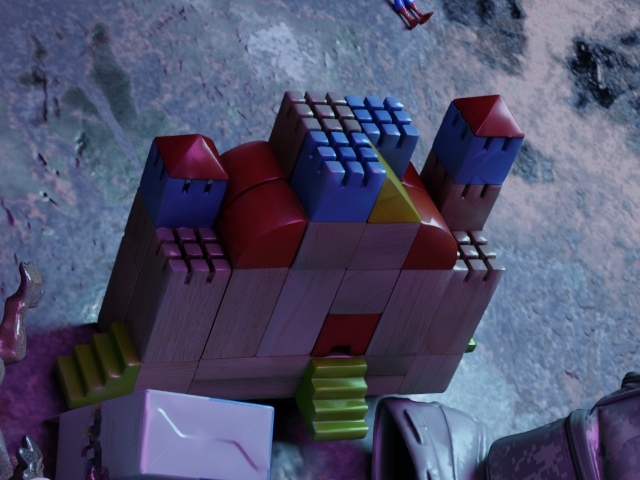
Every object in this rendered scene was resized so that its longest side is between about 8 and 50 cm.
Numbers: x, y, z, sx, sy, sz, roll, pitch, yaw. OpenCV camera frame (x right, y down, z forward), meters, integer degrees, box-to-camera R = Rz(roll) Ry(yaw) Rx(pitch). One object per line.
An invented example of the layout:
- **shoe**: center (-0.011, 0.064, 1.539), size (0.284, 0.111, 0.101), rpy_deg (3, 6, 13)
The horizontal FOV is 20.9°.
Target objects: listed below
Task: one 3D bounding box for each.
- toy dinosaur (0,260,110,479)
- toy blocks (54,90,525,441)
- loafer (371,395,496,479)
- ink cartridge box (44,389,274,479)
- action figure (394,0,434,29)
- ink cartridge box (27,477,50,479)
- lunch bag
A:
- **toy dinosaur**: center (-0.268, 0.140, 1.176), size (0.296, 0.200, 0.127), rpy_deg (68, 17, 2)
- **toy blocks**: center (0.000, 0.000, 1.360), size (0.381, 0.261, 0.191), rpy_deg (0, 42, -26)
- **loafer**: center (0.072, 0.260, 1.384), size (0.111, 0.112, 0.319), rpy_deg (24, 40, -15)
- **ink cartridge box**: center (-0.125, 0.155, 1.272), size (0.104, 0.181, 0.062), rpy_deg (11, 73, -30)
- **action figure**: center (0.074, -0.276, 1.824), size (0.038, 0.030, 0.115), rpy_deg (-33, 80, -41)
- **ink cartridge box**: center (-0.276, 0.302, 1.001), size (0.353, 0.119, 0.207), rpy_deg (-22, 72, -32)
- **lunch bag**: center (0.322, 0.231, 1.429), size (0.305, 0.256, 0.213), rpy_deg (27, 45, -48)
